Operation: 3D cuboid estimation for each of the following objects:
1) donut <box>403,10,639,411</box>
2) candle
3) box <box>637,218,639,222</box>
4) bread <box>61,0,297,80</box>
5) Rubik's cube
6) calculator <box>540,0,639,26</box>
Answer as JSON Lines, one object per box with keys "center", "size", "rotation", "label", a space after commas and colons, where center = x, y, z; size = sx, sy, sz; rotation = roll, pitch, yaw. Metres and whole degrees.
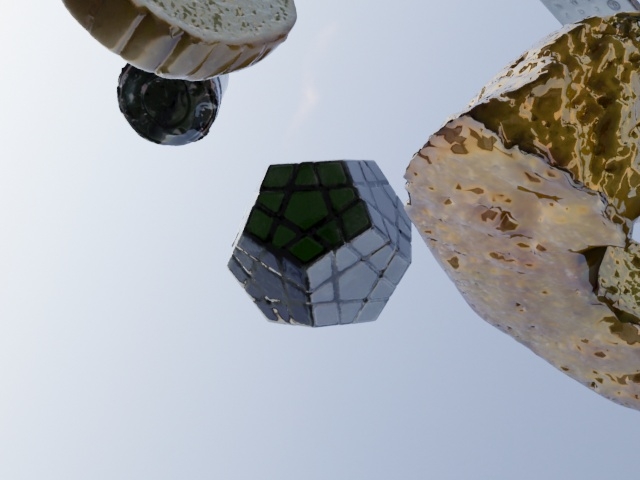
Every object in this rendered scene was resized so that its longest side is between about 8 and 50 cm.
{"center": [0.294, 0.008, 0.576], "size": [0.435, 0.377, 0.163], "rotation": [30, -113, 10], "label": "donut"}
{"center": [-0.269, -0.316, 1.248], "size": [0.187, 0.187, 0.330], "rotation": [-50, -161, 23], "label": "candle"}
{"center": [0.595, -0.150, 1.096], "size": [0.203, 0.106, 0.251], "rotation": [-13, -146, 44], "label": "box"}
{"center": [-0.135, -0.247, 0.594], "size": [0.070, 0.236, 0.236], "rotation": [-36, -125, 42], "label": "bread"}
{"center": [0.000, 0.000, 1.079], "size": [0.319, 0.264, 0.318], "rotation": [28, -41, 27], "label": "Rubik's cube"}
{"center": [0.419, -0.382, 1.023], "size": [0.021, 0.262, 0.161], "rotation": [-59, -155, -5], "label": "calculator"}
